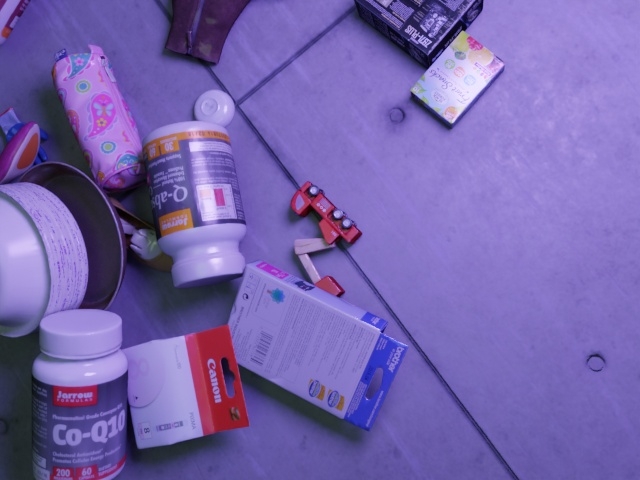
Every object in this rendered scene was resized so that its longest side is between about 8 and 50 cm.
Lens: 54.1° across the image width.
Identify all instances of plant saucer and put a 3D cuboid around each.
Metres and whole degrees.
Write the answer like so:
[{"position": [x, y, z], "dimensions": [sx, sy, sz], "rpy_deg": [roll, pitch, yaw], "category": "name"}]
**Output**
[{"position": [-0.479, 0.003, 1.200], "dimensions": [0.311, 0.050, 0.310], "rpy_deg": [6, 102, 28], "category": "plant saucer"}]

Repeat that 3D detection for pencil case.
[{"position": [-0.422, -0.234, 1.218], "dimensions": [0.124, 0.124, 0.284], "rpy_deg": [-26, 78, 9], "category": "pencil case"}]

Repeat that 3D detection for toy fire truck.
[{"position": [0.000, 0.000, 1.140], "dimensions": [0.135, 0.047, 0.192], "rpy_deg": [-46, 77, 6], "category": "toy fire truck"}]

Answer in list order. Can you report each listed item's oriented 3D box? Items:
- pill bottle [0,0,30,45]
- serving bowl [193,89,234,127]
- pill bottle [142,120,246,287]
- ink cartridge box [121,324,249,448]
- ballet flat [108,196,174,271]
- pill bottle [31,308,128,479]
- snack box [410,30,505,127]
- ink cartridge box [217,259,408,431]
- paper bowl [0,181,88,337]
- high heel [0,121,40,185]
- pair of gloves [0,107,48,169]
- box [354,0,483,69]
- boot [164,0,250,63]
[{"position": [-0.647, -0.616, 1.253], "dimensions": [0.224, 0.224, 0.392], "rpy_deg": [33, 92, 13], "category": "pill bottle"}, {"position": [-0.211, -0.257, 1.221], "dimensions": [0.084, 0.027, 0.083], "rpy_deg": [-1, 83, 13], "category": "serving bowl"}, {"position": [-0.223, -0.062, 1.137], "dimensions": [0.162, 0.162, 0.278], "rpy_deg": [-13, 81, 11], "category": "pill bottle"}, {"position": [-0.253, 0.266, 1.132], "dimensions": [0.233, 0.066, 0.188], "rpy_deg": [-19, 80, 32], "category": "ink cartridge box"}, {"position": [-0.364, -0.010, 1.207], "dimensions": [0.232, 0.073, 0.080], "rpy_deg": [30, 92, 13], "category": "ballet flat"}, {"position": [-0.427, 0.277, 1.115], "dimensions": [0.162, 0.161, 0.282], "rpy_deg": [7, 101, 13], "category": "pill bottle"}, {"position": [0.245, -0.287, 1.119], "dimensions": [0.100, 0.037, 0.141], "rpy_deg": [43, 95, 14], "category": "snack box"}, {"position": [-0.015, 0.181, 1.096], "dimensions": [0.311, 0.065, 0.185], "rpy_deg": [25, 107, 16], "category": "ink cartridge box"}, {"position": [-0.581, 0.039, 1.152], "dimensions": [0.285, 0.148, 0.283], "rpy_deg": [6, 102, 27], "category": "paper bowl"}, {"position": [-0.659, -0.152, 1.261], "dimensions": [0.117, 0.082, 0.244], "rpy_deg": [33, 108, 1], "category": "high heel"}, {"position": [-0.659, -0.181, 1.315], "dimensions": [0.198, 0.023, 0.159], "rpy_deg": [-37, 80, 7], "category": "pair of gloves"}, {"position": [0.177, -0.425, 1.127], "dimensions": [0.180, 0.077, 0.147], "rpy_deg": [42, 94, 13], "category": "box"}, {"position": [-0.176, -0.447, 1.220], "dimensions": [0.249, 0.090, 0.206], "rpy_deg": [15, 100, 12], "category": "boot"}]
